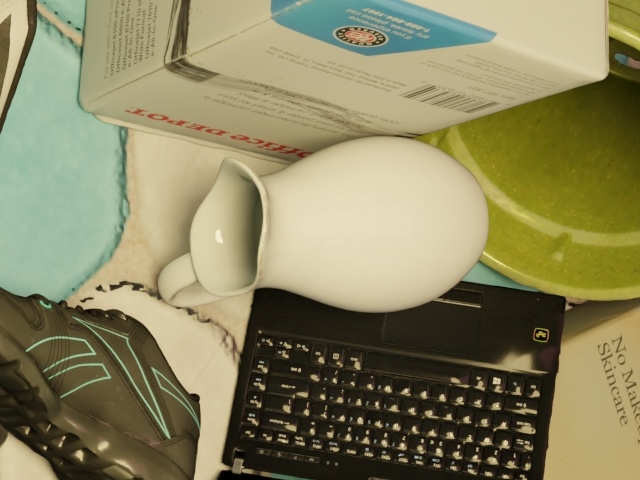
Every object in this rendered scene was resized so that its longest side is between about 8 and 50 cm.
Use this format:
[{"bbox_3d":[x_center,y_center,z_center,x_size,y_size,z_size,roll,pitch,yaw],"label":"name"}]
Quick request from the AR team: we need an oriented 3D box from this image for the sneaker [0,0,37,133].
[{"bbox_3d":[-0.330,-0.193,0.952,0.257,0.169,0.447,-33,111,-46],"label":"sneaker"}]

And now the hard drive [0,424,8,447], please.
[{"bbox_3d":[-0.252,0.142,0.949,0.022,0.135,0.094,53,56,-24],"label":"hard drive"}]

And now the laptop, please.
[{"bbox_3d":[0.045,0.130,1.112,0.234,0.136,0.264,9,73,5],"label":"laptop"}]

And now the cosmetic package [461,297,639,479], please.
[{"bbox_3d":[0.208,0.150,1.327,0.309,0.113,0.160,-21,96,-38],"label":"cosmetic package"}]

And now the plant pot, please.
[{"bbox_3d":[0.235,-0.136,1.324,0.276,0.276,0.254,52,44,-20],"label":"plant pot"}]

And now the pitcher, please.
[{"bbox_3d":[0.000,0.000,1.142,0.207,0.178,0.125,-4,71,-35],"label":"pitcher"}]

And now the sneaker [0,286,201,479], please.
[{"bbox_3d":[-0.176,0.084,1.059,0.267,0.101,0.106,48,47,-32],"label":"sneaker"}]

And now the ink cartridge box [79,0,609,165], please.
[{"bbox_3d":[0.009,-0.156,1.094,0.223,0.307,0.129,12,74,-36],"label":"ink cartridge box"}]
